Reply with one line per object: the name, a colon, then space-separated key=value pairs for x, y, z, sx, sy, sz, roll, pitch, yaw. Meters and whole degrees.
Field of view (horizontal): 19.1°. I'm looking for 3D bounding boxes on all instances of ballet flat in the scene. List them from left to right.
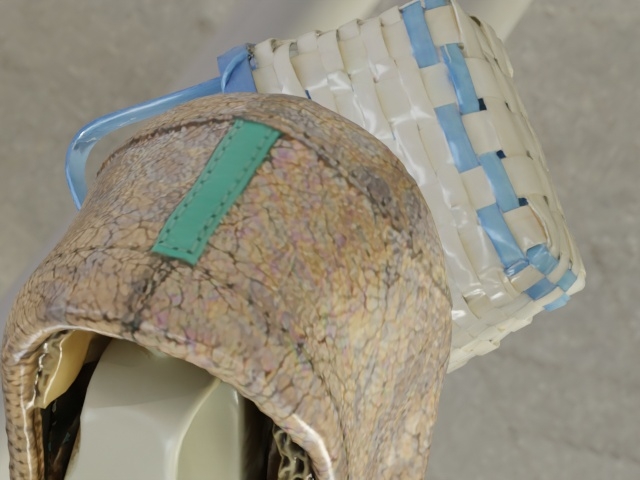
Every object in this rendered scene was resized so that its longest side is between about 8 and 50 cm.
ballet flat: x=-0.034 y=0.124 z=0.415 sx=0.108 sy=0.106 sz=0.316 roll=7 pitch=115 yaw=15

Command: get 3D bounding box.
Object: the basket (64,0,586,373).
basket: x=0.000 y=0.000 z=1.155 sx=0.201 sy=0.289 sz=0.254 roll=36 pitch=-145 yaw=-72
